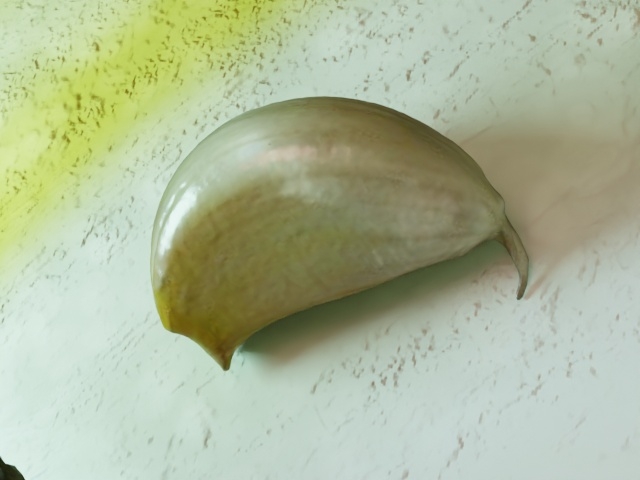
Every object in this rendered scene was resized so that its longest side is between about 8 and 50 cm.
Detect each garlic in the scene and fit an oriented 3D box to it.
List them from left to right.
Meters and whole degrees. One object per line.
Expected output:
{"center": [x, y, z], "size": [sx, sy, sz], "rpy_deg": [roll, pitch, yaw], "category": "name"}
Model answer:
{"center": [0.001, -0.015, 0.911], "size": [0.245, 0.145, 0.164], "rpy_deg": [-15, 87, 19], "category": "garlic"}

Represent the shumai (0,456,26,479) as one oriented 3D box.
{"center": [-0.174, 0.285, 0.802], "size": [0.263, 0.304, 0.309], "rpy_deg": [20, 66, 0], "category": "shumai"}
